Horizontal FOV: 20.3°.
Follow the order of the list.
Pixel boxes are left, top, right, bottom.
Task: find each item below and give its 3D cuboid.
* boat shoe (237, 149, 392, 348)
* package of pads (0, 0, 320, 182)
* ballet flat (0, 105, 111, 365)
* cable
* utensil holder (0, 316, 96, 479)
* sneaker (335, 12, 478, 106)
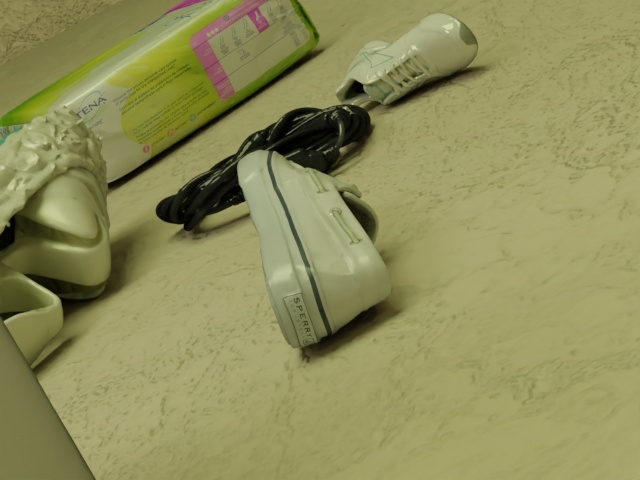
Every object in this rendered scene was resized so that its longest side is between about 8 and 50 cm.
[{"bbox_3d":[0.000,0.000,1.103,0.075,0.083,0.226,-18,27,0],"label":"boat shoe"},{"bbox_3d":[-0.167,-0.164,1.850,0.296,0.101,0.229,-36,15,-20],"label":"package of pads"},{"bbox_3d":[-0.238,0.035,1.357,0.147,0.147,0.409,-19,22,34],"label":"ballet flat"},{"bbox_3d":[-0.050,-0.065,1.424,0.184,0.047,0.150,-26,16,14],"label":"cable"},{"bbox_3d":[-0.299,0.074,0.799,0.327,0.385,0.327,-28,16,9],"label":"utensil holder"},{"bbox_3d":[0.070,-0.138,1.450,0.152,0.054,0.061,-18,27,54],"label":"sneaker"}]
